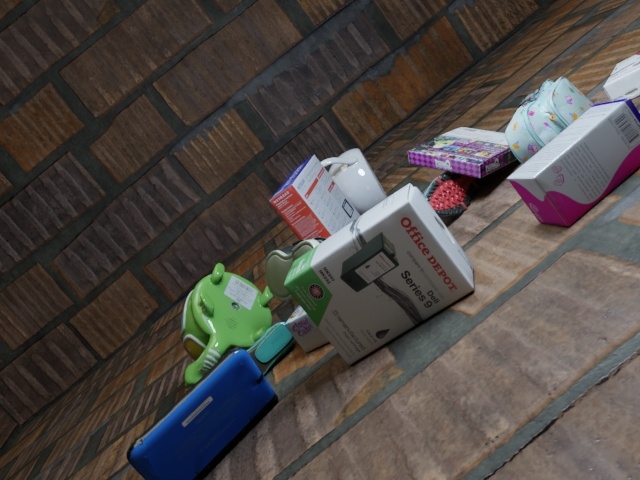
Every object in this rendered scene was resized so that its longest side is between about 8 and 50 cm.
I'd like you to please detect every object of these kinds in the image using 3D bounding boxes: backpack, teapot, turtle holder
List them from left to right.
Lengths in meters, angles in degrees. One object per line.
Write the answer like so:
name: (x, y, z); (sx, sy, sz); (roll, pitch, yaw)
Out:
turtle holder: (-0.260, 0.249, 1.834); (0.227, 0.243, 0.320); (-49, 43, 33)
teapot: (0.095, -0.160, 2.176); (0.187, 0.256, 0.252); (-29, 7, 8)
backpack: (0.480, -0.230, 1.403); (0.188, 0.166, 0.144); (-47, 4, -29)

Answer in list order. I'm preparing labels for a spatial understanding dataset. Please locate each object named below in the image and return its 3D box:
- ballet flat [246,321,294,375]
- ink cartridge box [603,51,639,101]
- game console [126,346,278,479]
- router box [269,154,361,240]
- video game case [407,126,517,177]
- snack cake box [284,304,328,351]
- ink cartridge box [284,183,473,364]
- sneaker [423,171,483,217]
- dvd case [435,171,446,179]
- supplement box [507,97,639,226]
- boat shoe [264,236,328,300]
ballet flat: (-0.155, 0.294, 1.626); (0.247, 0.083, 0.087); (-41, -14, -12)
ink cartridge box: (0.709, -0.373, 1.531); (0.099, 0.056, 0.135); (-26, 16, 47)
game console: (-0.250, 0.364, 1.377); (0.293, 0.250, 0.173); (-43, 38, -23)
router box: (0.014, -0.066, 1.922); (0.082, 0.301, 0.335); (-34, 11, 20)
video game case: (0.373, -0.224, 1.696); (0.210, 0.042, 0.232); (-26, 29, -32)
snack cake box: (0.045, 0.127, 1.579); (0.152, 0.089, 0.264); (-30, 13, 37)
ink cartridge box: (0.111, 0.063, 1.277); (0.289, 0.211, 0.121); (-35, 10, 20)
sneaker: (0.315, -0.110, 1.708); (0.262, 0.104, 0.125); (-37, -3, -45)
dvd case: (0.394, -0.204, 2.013); (0.119, 0.013, 0.087); (-35, 11, 15)
supplement box: (0.464, -0.137, 1.207); (0.220, 0.111, 0.114); (-39, 10, -5)
boat shoe: (-0.033, 0.059, 1.603); (0.113, 0.127, 0.340); (-12, -12, -27)
